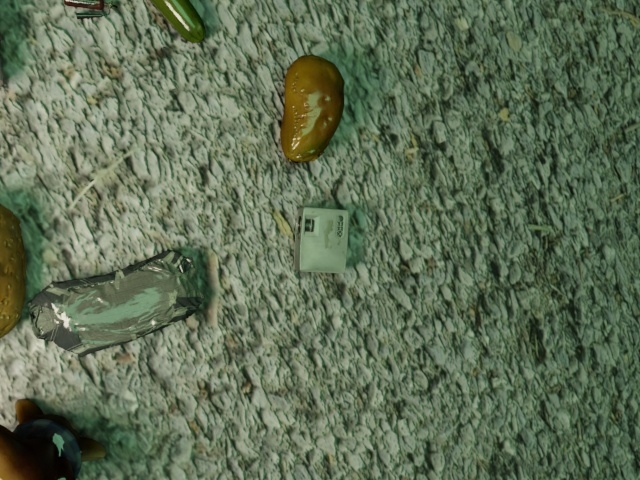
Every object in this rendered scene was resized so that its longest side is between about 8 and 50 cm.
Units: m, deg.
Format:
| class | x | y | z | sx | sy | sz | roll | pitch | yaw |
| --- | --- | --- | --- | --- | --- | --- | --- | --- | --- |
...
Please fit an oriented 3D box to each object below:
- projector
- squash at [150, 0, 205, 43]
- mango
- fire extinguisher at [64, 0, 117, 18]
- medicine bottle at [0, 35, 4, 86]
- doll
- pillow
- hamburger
| class | x | y | z | sx | sy | sz | roll | pitch | yaw |
| --- | --- | --- | --- | --- | --- | --- | --- | --- | --- |
| projector | 0.000 | 0.000 | 1.359 | 0.115 | 0.061 | 0.147 | 4 | 89 | -21 |
| squash | -0.333 | -0.522 | 1.237 | 0.252 | 0.066 | 0.066 | 47 | 76 | -14 |
| mango | -0.024 | -0.289 | 1.303 | 0.156 | 0.151 | 0.248 | 27 | 76 | -52 |
| fire extinguisher | -0.470 | -0.475 | 1.205 | 0.101 | 0.032 | 0.046 | 3 | 78 | -14 |
| medicine bottle | -0.670 | -0.406 | 1.071 | 0.152 | 0.152 | 0.254 | -13 | 94 | -19 |
| doll | -0.533 | 0.414 | 1.024 | 0.318 | 0.340 | 0.209 | 24 | 82 | -8 |
| pillow | -0.408 | 0.127 | 1.196 | 0.335 | 0.092 | 0.161 | -18 | 90 | -18 |
| hamburger | -0.642 | 0.063 | 1.035 | 0.145 | 0.259 | 0.283 | 10 | 106 | 14 |
